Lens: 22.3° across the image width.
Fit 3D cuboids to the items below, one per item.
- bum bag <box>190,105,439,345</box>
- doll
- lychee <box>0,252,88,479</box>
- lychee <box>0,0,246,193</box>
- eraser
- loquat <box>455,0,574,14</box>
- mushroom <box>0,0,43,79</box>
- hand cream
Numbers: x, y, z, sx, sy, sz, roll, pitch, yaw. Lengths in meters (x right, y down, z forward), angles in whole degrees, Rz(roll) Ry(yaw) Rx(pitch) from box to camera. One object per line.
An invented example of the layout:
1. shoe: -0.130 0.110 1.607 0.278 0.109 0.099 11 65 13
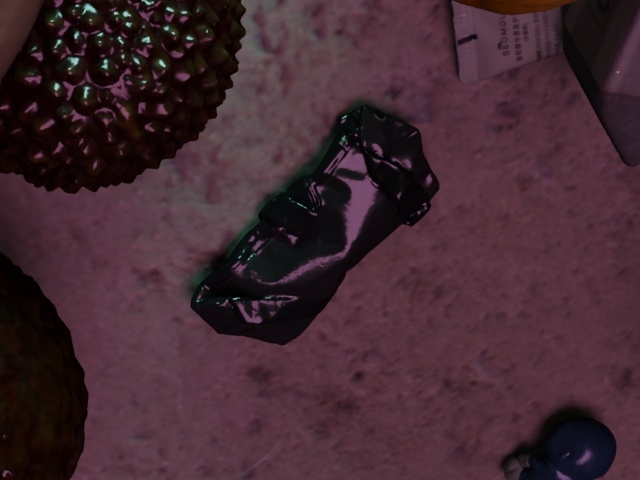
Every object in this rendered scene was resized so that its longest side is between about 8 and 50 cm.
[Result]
1. bum bag: 0.000 0.000 1.086 0.087 0.049 0.197 34 107 -32
2. doll: 0.201 0.178 1.299 0.076 0.050 0.083 24 111 -38
3. lychee: -0.260 0.098 0.935 0.261 0.260 0.260 -11 127 -15
4. lychee: -0.124 -0.113 0.874 0.188 0.188 0.188 -11 127 -15
5. eraser: 0.218 -0.202 0.945 0.061 0.089 0.352 6 127 -19
6. loquat: 0.104 -0.224 0.867 0.208 0.208 0.208 -11 127 -15
7. mushroom: -0.293 -0.179 0.722 0.362 0.294 0.362 0 89 -16
8. hand cream: 0.197 -0.163 1.055 0.234 0.050 0.080 -17 133 -4
